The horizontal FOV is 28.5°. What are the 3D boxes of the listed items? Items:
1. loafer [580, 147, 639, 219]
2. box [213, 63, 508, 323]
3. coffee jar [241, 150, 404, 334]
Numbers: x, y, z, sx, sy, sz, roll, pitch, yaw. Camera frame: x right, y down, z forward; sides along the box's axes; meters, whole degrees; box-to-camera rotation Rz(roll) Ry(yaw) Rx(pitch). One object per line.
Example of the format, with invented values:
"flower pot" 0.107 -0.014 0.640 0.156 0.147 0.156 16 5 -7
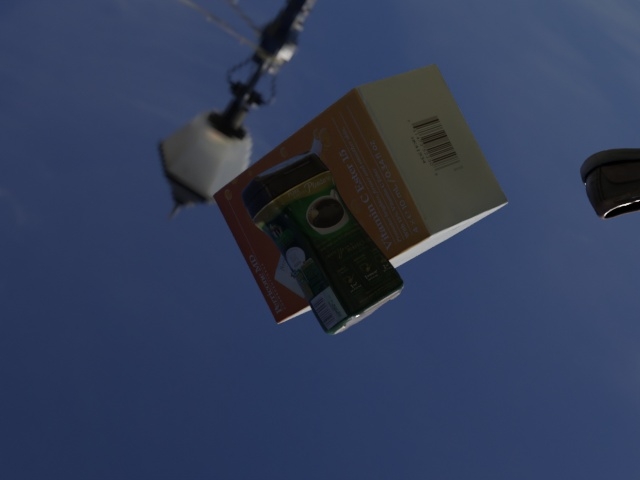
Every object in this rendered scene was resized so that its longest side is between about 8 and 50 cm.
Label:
"loafer" 0.522 -0.073 1.783 0.303 0.109 0.095 -2 -121 -2
"box" 0.046 -0.058 1.721 0.168 0.345 0.215 -22 -97 -43
"coffee jar" 0.000 0.000 1.317 0.096 0.079 0.184 -29 -97 -34
